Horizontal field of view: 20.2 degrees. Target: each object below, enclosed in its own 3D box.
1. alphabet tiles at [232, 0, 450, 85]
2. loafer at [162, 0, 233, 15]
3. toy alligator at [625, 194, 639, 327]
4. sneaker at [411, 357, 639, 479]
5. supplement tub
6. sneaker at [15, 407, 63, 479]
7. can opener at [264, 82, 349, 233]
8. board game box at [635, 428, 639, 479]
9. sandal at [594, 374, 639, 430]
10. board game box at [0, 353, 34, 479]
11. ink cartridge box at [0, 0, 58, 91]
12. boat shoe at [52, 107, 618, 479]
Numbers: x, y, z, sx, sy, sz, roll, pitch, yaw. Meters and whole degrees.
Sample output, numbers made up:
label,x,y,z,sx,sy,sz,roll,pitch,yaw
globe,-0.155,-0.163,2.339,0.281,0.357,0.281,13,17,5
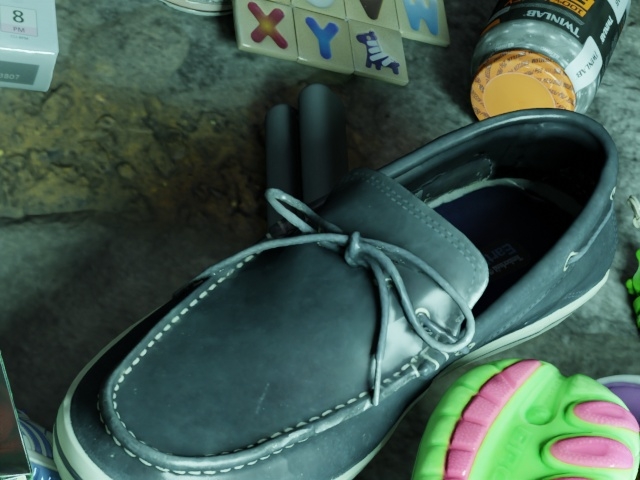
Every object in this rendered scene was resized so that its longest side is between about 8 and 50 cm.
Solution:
label,x,y,z,sx,sy,sz,roll,pitch,yaw
alphabet tiles,-0.015,-0.300,1.651,0.285,0.011,0.343,10,57,-28
loafer,-0.126,-0.229,1.574,0.125,0.039,0.045,10,47,-15
toy alligator,0.283,0.046,1.512,0.051,0.056,0.190,-28,58,7
sneaker,0.066,0.290,1.098,0.185,0.202,0.483,23,52,26
supplement tub,0.205,-0.178,1.623,0.117,0.117,0.190,27,45,0
sneaker,-0.241,0.114,1.175,0.296,0.112,0.131,20,46,-8
can opener,0.000,0.000,1.423,0.093,0.074,0.280,36,36,-42
board game box,0.372,0.213,1.109,0.316,0.064,0.242,-1,41,-8
sandal,0.246,0.264,1.210,0.102,0.169,0.416,14,45,-40
board game box,-0.273,0.065,1.132,0.136,0.030,0.260,-5,42,-20
ink cartridge box,-0.319,-0.230,1.481,0.189,0.066,0.232,5,54,-20
boat shoe,0.029,0.037,1.220,0.500,0.156,0.187,-26,57,-36
